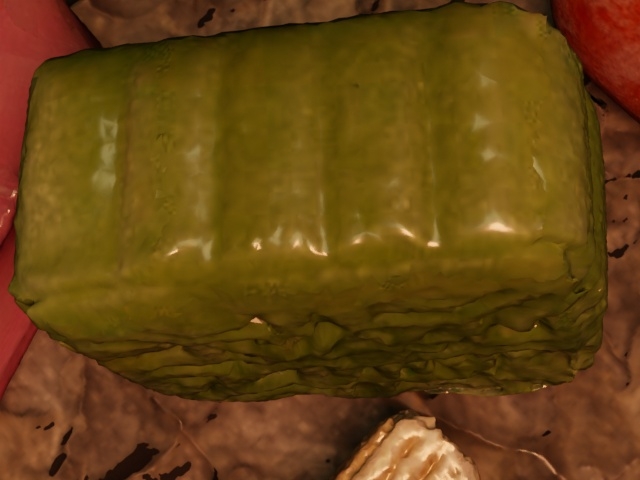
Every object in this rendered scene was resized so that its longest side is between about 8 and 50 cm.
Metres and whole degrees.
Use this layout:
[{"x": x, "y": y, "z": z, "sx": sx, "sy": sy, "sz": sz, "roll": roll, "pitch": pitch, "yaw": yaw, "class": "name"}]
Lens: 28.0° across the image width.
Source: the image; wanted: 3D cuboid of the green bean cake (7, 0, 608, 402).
[{"x": 0.000, "y": 0.000, "z": 0.567, "sx": 0.248, "sy": 0.222, "sz": 0.125, "roll": -2, "pitch": 72, "yaw": 11, "class": "green bean cake"}]

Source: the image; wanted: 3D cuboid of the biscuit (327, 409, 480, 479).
[{"x": -0.015, "y": 0.182, "z": 0.591, "sx": 0.062, "sy": 0.108, "sz": 0.239, "roll": 39, "pitch": 85, "yaw": 5, "class": "biscuit"}]

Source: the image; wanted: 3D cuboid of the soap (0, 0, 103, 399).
[{"x": -0.241, "y": -0.010, "z": 0.639, "sx": 0.220, "sy": 0.127, "sz": 0.325, "roll": 24, "pitch": 82, "yaw": 9, "class": "soap"}]

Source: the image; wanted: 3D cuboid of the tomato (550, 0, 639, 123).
[{"x": 0.207, "y": -0.130, "z": 0.606, "sx": 0.187, "sy": 0.151, "sz": 0.187, "roll": 0, "pitch": 78, "yaw": 1, "class": "tomato"}]
